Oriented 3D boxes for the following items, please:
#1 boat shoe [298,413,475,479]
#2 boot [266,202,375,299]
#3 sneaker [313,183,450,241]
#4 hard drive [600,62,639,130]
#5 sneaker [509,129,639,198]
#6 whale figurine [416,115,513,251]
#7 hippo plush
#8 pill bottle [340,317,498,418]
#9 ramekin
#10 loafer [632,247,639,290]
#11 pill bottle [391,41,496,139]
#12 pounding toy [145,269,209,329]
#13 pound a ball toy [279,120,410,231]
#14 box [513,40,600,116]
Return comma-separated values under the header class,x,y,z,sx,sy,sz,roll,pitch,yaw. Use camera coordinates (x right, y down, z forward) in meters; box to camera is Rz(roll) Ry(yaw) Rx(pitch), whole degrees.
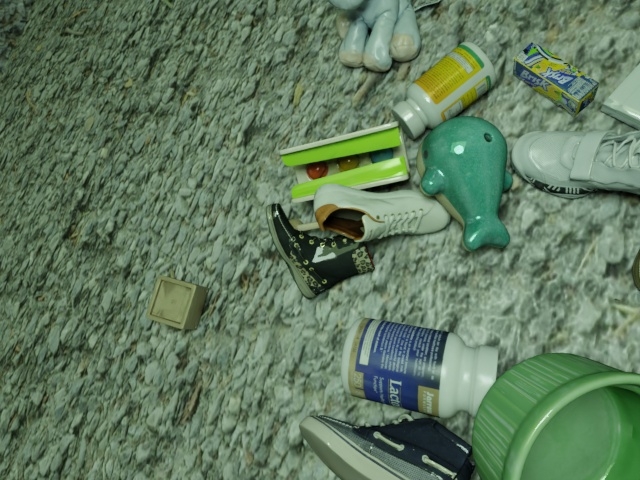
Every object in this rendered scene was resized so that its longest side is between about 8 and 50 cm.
class,x,y,z,sx,sy,sz,roll,pitch,yaw
boat shoe,0.122,0.392,0.798,0.340,0.127,0.158,16,43,42
boot,0.001,0.000,0.922,0.178,0.085,0.237,-22,108,12
sneaker,0.128,-0.034,0.858,0.289,0.106,0.123,5,41,-4
hard drive,0.723,-0.245,0.762,0.203,0.040,0.307,-48,62,4
sneaker,0.521,-0.153,0.723,0.365,0.210,0.138,20,83,26
whale figurine,0.299,-0.118,0.820,0.216,0.141,0.272,-4,69,-19
hippo plush,0.139,-0.565,0.990,0.294,0.236,0.235,-31,65,12
pill bottle,0.183,0.237,0.782,0.264,0.153,0.153,5,77,24
ramekin,0.376,0.316,0.615,0.302,0.148,0.304,0,94,-7
loafer,0.585,0.023,0.734,0.056,0.050,0.148,10,79,25
pill bottle,0.266,-0.323,0.933,0.208,0.117,0.118,-38,64,9
pounding toy,-0.369,0.147,1.085,0.141,0.100,0.130,13,80,15
pound a ball toy,0.046,-0.135,0.982,0.318,0.136,0.209,-11,101,17
box,0.483,-0.337,0.877,0.054,0.059,0.169,-41,64,6
